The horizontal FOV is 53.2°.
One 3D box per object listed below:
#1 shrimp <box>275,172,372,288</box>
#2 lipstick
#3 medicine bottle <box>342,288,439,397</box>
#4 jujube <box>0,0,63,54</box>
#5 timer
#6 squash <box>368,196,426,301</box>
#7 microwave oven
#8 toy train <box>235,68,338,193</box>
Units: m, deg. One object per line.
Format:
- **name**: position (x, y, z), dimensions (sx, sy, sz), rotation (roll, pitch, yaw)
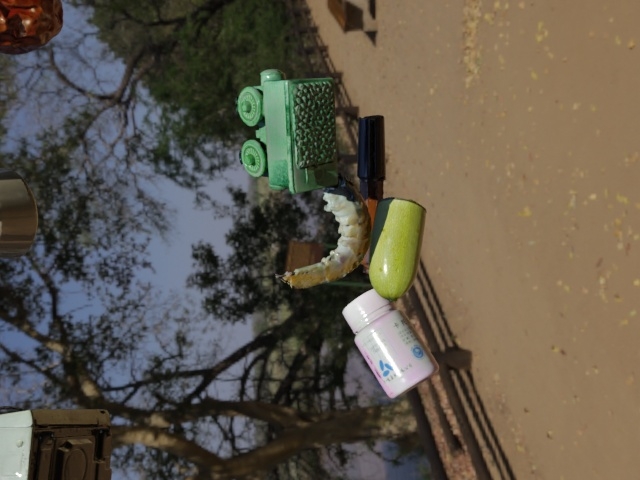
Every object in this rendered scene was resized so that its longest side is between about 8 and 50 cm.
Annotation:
- **shrimp**: position (0.031, 0.003, 1.505), dimensions (0.287, 0.185, 0.068), rotation (-57, 28, -1)
- **lipstick**: position (0.133, -0.117, 1.678), dimensions (0.077, 0.077, 0.417), rotation (-114, 23, -75)
- **medicine bottle**: position (0.172, 0.254, 1.608), dimensions (0.254, 0.152, 0.152), rotation (59, 166, 17)
- **jujube**: position (-0.624, -0.438, 1.216), dimensions (0.174, 0.251, 0.174), rotation (28, 124, 53)
- **timer**: position (-0.661, -0.037, 1.113), dimensions (0.266, 0.175, 0.175), rotation (-12, -80, -60)
- **squash**: position (0.183, 0.029, 1.585), dimensions (0.132, 0.133, 0.246), rotation (104, 177, -73)
- **microwave oven**: position (-0.763, 0.620, 1.749), dimensions (0.394, 0.247, 0.332), rotation (53, -146, -71)
- **toy train**: position (-0.075, -0.234, 1.380), dimensions (0.202, 0.145, 0.265), rotation (14, 112, 45)
